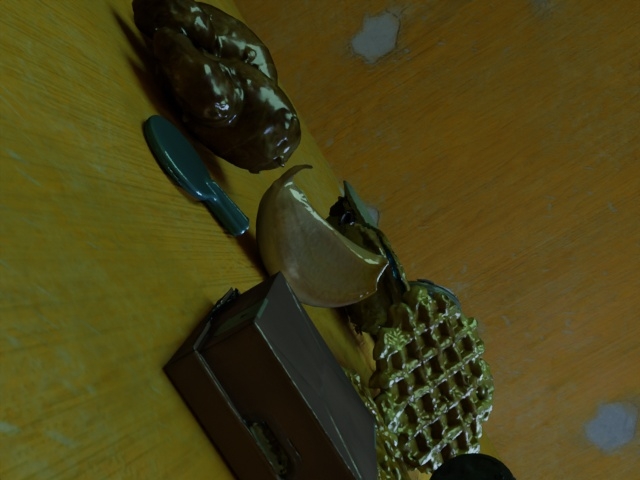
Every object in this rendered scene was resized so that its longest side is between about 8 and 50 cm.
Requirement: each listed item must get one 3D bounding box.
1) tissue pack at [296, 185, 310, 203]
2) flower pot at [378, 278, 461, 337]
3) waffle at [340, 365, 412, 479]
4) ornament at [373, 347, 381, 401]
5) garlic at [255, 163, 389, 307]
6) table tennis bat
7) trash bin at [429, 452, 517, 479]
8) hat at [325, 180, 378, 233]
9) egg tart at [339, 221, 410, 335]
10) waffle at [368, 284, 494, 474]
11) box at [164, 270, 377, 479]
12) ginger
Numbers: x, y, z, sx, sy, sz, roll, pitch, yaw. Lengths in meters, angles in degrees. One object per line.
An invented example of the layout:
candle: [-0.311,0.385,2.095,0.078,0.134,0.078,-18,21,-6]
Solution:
tissue pack: [-0.032,-0.020,1.412,0.176,0.062,0.095,62,10,12]
flower pot: [0.219,0.210,1.698,0.235,0.236,0.140,52,32,-43]
waffle: [0.063,0.283,0.884,0.283,0.065,0.309,62,5,2]
ornament: [0.168,0.267,1.399,0.153,0.166,0.196,57,-7,-24]
garlic: [-0.014,0.002,1.081,0.245,0.164,0.145,48,30,-32]
table tennis bat: [-0.161,-0.082,0.953,0.201,0.033,0.124,52,12,-30]
trash bin: [0.219,0.380,0.978,0.175,0.175,0.161,-106,174,-62]
hat: [0.075,-0.007,1.779,0.257,0.130,0.257,57,8,-12]
egg tart: [0.094,0.099,1.471,0.291,0.107,0.290,159,-90,-76]
waffle: [0.189,0.244,1.218,0.325,0.068,0.302,32,64,-33]
box: [-0.033,0.148,0.687,0.215,0.086,0.215,58,7,-6]
ginger: [-0.180,-0.269,1.147,0.274,0.152,0.357,22,32,-44]
